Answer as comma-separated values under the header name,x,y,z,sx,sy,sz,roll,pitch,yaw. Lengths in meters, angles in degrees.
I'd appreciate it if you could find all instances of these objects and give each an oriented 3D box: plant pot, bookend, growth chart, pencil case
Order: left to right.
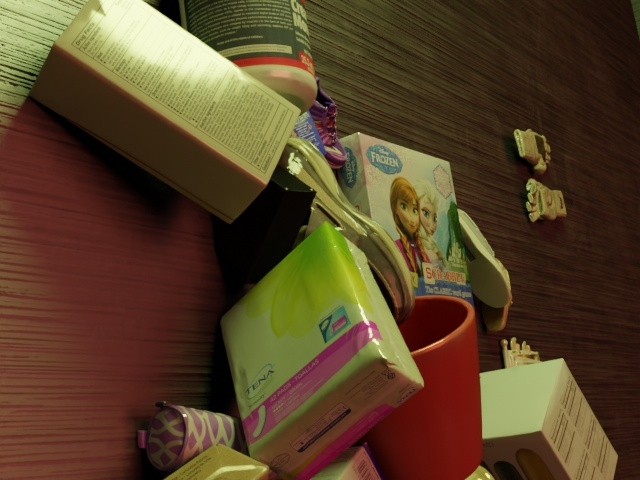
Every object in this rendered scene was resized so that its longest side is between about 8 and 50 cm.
name,x,y,z,sx,sy,sz,roll,pitch,yaw
pencil case,-0.136,0.267,1.203,0.206,0.088,0.086,24,54,-45
bookend,-0.109,-0.042,1.367,0.072,0.156,0.157,0,120,-53
plant pot,0.133,0.246,1.448,0.275,0.275,0.243,-33,112,-53
growth chart,0.466,0.311,2.038,0.237,0.021,0.172,26,56,-45

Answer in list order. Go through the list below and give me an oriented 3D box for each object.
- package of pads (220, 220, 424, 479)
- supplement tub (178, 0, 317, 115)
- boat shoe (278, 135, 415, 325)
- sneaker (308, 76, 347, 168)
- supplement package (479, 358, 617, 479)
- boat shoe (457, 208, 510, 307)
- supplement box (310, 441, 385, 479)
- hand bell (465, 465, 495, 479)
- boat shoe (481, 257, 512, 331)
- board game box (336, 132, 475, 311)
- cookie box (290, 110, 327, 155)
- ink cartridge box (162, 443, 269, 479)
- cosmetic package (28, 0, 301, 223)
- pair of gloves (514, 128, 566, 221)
name,x,y,z,sx,sy,sz,roll,pitch,yaw
package of pads,-0.013,0.147,1.221,0.101,0.229,0.296,38,19,-33
supplement tub,-0.114,-0.320,1.394,0.191,0.191,0.272,8,70,-51
boat shoe,0.000,0.000,1.425,0.130,0.132,0.355,-24,67,-40
sneaker,0.005,-0.204,1.603,0.068,0.071,0.170,-45,113,-51
supplement package,0.412,0.401,1.776,0.263,0.199,0.198,57,39,-20
boat shoe,0.328,0.030,1.914,0.227,0.079,0.081,56,36,-6
supplement box,-0.001,0.399,1.305,0.220,0.114,0.111,-43,111,-53
hand bell,0.180,0.450,1.553,0.242,0.126,0.126,5,72,-40
boat shoe,0.383,0.120,1.974,0.059,0.063,0.170,29,53,-36
board game box,0.162,-0.018,1.737,0.318,0.066,0.318,8,69,-51
cookie box,-0.045,-0.177,1.551,0.092,0.040,0.107,-32,102,-54
ink cartridge box,-0.162,0.374,1.057,0.234,0.088,0.193,-24,127,-55
cosmetic package,-0.196,-0.179,1.207,0.309,0.113,0.160,33,49,-13
pair of gloves,0.547,-0.164,2.331,0.204,0.042,0.240,-10,85,-57
